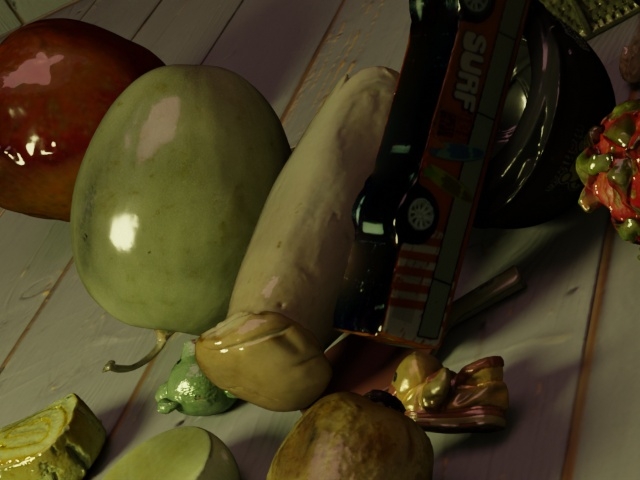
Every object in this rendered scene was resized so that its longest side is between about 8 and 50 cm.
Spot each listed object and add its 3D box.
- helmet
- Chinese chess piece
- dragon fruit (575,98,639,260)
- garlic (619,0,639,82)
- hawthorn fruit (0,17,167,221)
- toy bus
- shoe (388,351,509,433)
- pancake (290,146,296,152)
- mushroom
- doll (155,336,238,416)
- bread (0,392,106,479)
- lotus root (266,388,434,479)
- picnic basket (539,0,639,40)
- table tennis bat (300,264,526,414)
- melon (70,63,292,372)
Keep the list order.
[{"bbox_3d":[0.205,-0.110,1.597,0.230,0.160,0.279,-62,29,11],"label":"helmet"},{"bbox_3d":[-0.141,0.235,1.485,0.144,0.058,0.144,-27,25,13],"label":"Chinese chess piece"},{"bbox_3d":[0.303,-0.058,1.421,0.172,0.160,0.166,-82,16,-80],"label":"dragon fruit"},{"bbox_3d":[0.376,-0.259,1.691,0.253,0.245,0.245,-56,5,38],"label":"garlic"},{"bbox_3d":[-0.347,-0.159,2.299,0.308,0.325,0.308,-56,-9,-14],"label":"hawthorn fruit"},{"bbox_3d":[0.107,-0.102,1.502,0.093,0.092,0.409,3,75,58],"label":"toy bus"},{"bbox_3d":[0.112,0.129,1.365,0.109,0.072,0.069,-5,72,55],"label":"shoe"},{"bbox_3d":[-0.051,-0.037,1.951,0.222,0.042,0.236,-27,26,10],"label":"pancake"},{"bbox_3d":[0.000,0.004,1.621,0.137,0.154,0.407,20,49,7],"label":"mushroom"},{"bbox_3d":[-0.122,0.131,1.665,0.115,0.077,0.150,-19,12,3],"label":"doll"},{"bbox_3d":[-0.299,0.225,1.698,0.156,0.064,0.117,-22,20,26],"label":"bread"},{"bbox_3d":[0.018,0.209,1.258,0.138,0.138,0.214,-18,37,30],"label":"lotus root"},{"bbox_3d":[0.291,-0.323,1.984,0.196,0.134,0.154,-28,26,10],"label":"picnic basket"},{"bbox_3d":[0.084,0.096,1.536,0.246,0.022,0.138,-31,23,8],"label":"table tennis bat"},{"bbox_3d":[-0.145,-0.036,1.759,0.272,0.308,0.272,11,24,-5],"label":"melon"}]
